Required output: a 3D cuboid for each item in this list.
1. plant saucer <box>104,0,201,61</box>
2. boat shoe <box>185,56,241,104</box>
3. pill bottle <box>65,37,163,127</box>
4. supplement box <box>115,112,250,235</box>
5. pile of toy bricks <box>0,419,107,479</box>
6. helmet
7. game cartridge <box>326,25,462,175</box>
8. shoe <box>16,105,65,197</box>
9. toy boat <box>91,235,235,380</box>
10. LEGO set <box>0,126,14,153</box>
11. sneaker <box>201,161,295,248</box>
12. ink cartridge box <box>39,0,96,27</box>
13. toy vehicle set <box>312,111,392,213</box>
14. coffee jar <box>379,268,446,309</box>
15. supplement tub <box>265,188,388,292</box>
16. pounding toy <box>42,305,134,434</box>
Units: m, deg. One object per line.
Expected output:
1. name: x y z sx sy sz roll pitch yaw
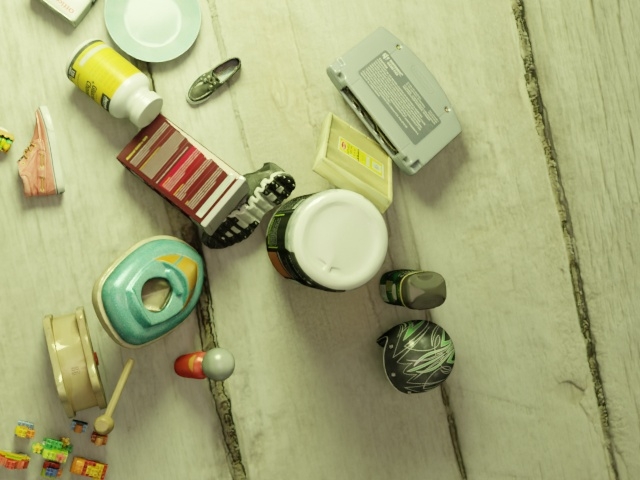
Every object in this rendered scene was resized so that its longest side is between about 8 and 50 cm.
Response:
1. plant saucer: -0.344 -0.460 1.755 0.195 0.037 0.195 0 90 -13
2. boat shoe: -0.223 -0.338 1.783 0.142 0.040 0.049 -42 99 -11
3. pill bottle: -0.403 -0.306 1.683 0.184 0.103 0.103 39 81 8
4. supplement box: -0.275 -0.135 1.714 0.239 0.073 0.130 38 81 11
5. pile of toy bricks: -0.519 0.415 1.680 0.212 0.105 0.118 17 86 -13
6. helmet: 0.205 0.249 1.829 0.169 0.161 0.169 0 90 -14
7. game cartridge: 0.169 -0.307 1.848 0.196 0.060 0.294 -41 96 -23
8. shoe: -0.562 -0.174 1.688 0.081 0.063 0.178 -11 97 -19
9. toy boat: -0.287 0.146 1.691 0.267 0.148 0.318 -46 117 -42
10. LEGO set: -0.692 -0.264 1.594 0.132 0.107 0.287 -44 114 -27
11. sneaker: -0.158 -0.077 1.785 0.234 0.106 0.078 -41 131 8
12. ink cartridge box: -0.492 -0.520 1.704 0.109 0.063 0.150 36 82 -12
13. toy vehicle set: 0.071 -0.164 1.753 0.166 0.267 0.035 32 115 -11
14. coffee jar: 0.197 0.102 1.814 0.096 0.184 0.079 -6 92 -14
15. supplement tub: 0.000 0.000 1.699 0.193 0.316 0.194 0 91 -15
16. pounding toy: -0.444 0.255 1.687 0.155 0.154 0.269 -14 75 -13
